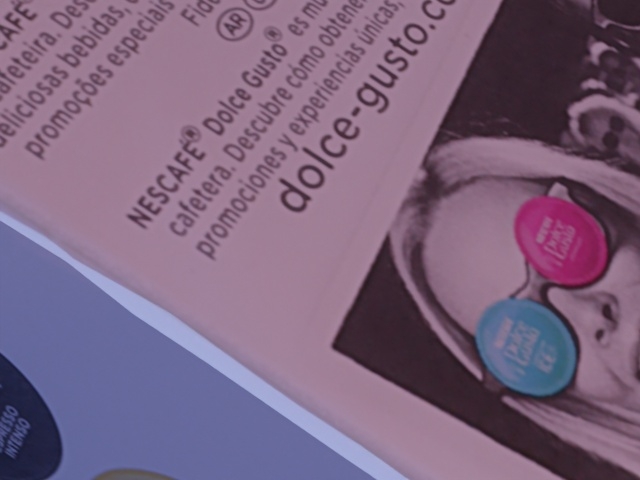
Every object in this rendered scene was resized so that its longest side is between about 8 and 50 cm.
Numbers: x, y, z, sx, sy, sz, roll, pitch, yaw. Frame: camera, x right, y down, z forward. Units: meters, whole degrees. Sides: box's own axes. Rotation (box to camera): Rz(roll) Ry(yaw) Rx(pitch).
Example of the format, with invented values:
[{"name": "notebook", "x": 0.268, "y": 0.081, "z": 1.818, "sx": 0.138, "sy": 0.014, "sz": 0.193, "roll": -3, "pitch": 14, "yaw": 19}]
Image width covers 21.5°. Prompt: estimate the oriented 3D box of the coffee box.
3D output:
[{"name": "coffee box", "x": 0.000, "y": 0.000, "z": 0.532, "sx": 0.334, "sy": 0.338, "sz": 0.337, "roll": 34, "pitch": 141, "yaw": 1}]
